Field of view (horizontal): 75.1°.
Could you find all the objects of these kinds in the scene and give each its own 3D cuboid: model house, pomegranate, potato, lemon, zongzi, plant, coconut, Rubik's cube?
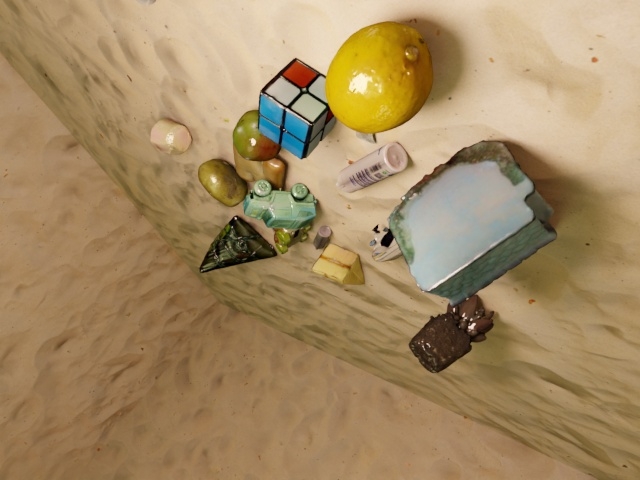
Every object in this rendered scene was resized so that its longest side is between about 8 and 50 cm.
[{"bbox_3d":[0.438,-0.018,1.108,0.339,0.297,0.360,27,120,-38],"label":"model house"},{"bbox_3d":[-0.230,-0.347,1.443,0.180,0.180,0.210,47,139,-19],"label":"pomegranate"},{"bbox_3d":[-0.423,-0.256,1.829,0.149,0.197,0.228,-25,105,38],"label":"potato"},{"bbox_3d":[0.131,-0.362,0.944,0.263,0.236,0.236,26,154,49],"label":"lemon"},{"bbox_3d":[-0.476,0.000,2.333,0.384,0.362,0.319,-28,117,19],"label":"zongzi"},{"bbox_3d":[0.494,0.340,1.553,0.181,0.321,0.194,51,162,8],"label":"plant"},{"bbox_3d":[-0.667,-0.459,1.838,0.153,0.147,0.147,22,150,19],"label":"coconut"},{"bbox_3d":[-0.061,-0.376,1.204,0.183,0.180,0.167,36,154,6],"label":"Rubik's cube"}]

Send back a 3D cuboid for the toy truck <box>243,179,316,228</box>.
[{"bbox_3d":[-0.161,-0.137,1.649,0.279,0.156,0.155,2,160,-22],"label":"toy truck"}]

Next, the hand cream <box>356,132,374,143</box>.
[{"bbox_3d":[0.121,-0.350,1.182,0.067,0.042,0.194,23,155,22],"label":"hand cream"}]

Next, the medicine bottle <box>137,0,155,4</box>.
[{"bbox_3d":[-0.508,-0.765,1.225,0.080,0.080,0.130,47,151,-20],"label":"medicine bottle"}]

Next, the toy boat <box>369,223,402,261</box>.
[{"bbox_3d":[0.257,-0.002,1.480,0.141,0.140,0.269,45,155,-15],"label":"toy boat"}]

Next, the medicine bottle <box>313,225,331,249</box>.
[{"bbox_3d":[0.000,0.000,1.869,0.058,0.057,0.199,35,154,4],"label":"medicine bottle"}]

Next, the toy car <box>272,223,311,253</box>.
[{"bbox_3d":[-0.169,-0.076,1.893,0.235,0.145,0.235,46,155,29],"label":"toy car"}]

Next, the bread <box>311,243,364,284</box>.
[{"bbox_3d":[0.090,0.166,1.909,0.168,0.163,0.264,19,149,30],"label":"bread"}]

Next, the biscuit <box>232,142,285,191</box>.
[{"bbox_3d":[-0.249,-0.284,1.681,0.237,0.062,0.290,34,159,3],"label":"biscuit"}]

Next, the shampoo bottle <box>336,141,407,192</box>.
[{"bbox_3d":[0.142,-0.216,1.317,0.092,0.092,0.303,45,153,-15],"label":"shampoo bottle"}]
